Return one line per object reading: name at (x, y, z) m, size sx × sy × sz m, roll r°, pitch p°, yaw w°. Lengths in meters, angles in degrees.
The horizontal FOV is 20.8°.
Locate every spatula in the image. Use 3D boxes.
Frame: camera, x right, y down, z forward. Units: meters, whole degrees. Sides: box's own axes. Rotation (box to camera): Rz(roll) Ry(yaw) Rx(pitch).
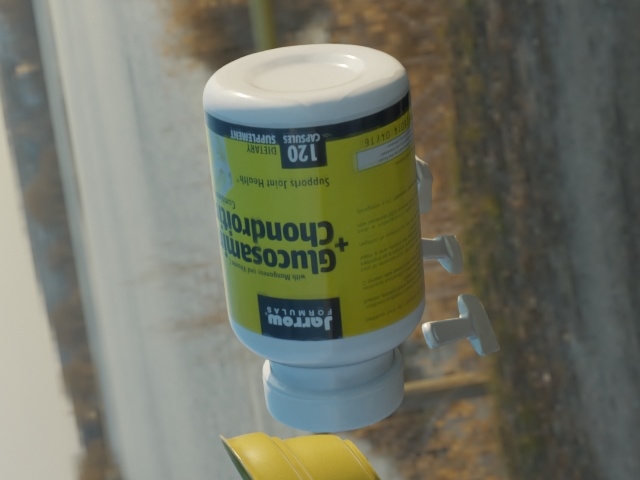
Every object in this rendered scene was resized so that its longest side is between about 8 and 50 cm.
spatula at (0.072, 0.004, 1.193) m, size 0.242 × 0.019 × 0.168 m, roll 4°, pitch -114°, yaw -75°

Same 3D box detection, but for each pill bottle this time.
pill bottle at (0.000, 0.000, 0.885) m, size 0.103 × 0.103 × 0.184 m, roll -118°, pitch 20°, yaw -65°

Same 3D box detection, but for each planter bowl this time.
planter bowl at (0.013, 0.227, 1.420) m, size 0.217 × 0.090 × 0.217 m, roll 56°, pitch 171°, yaw 13°
